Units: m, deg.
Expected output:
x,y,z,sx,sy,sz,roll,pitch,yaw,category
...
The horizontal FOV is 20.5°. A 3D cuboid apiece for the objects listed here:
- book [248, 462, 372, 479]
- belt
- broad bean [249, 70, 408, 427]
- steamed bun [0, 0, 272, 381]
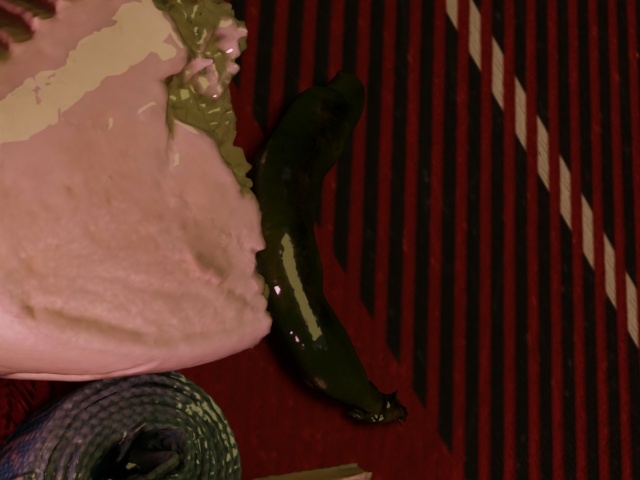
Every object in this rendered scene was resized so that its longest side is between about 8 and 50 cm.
x,y,z,sx,sy,sz,roll,pitch,yaw,category
-0.087,0.248,1.102,0.289,0.026,0.201,0,104,-45,book
-0.128,0.155,1.135,0.148,0.082,0.163,43,47,-16,belt
0.000,0.000,1.350,0.144,0.049,0.292,7,70,-48,broad bean
-0.155,-0.017,1.049,0.273,0.290,0.272,-44,110,-25,steamed bun
